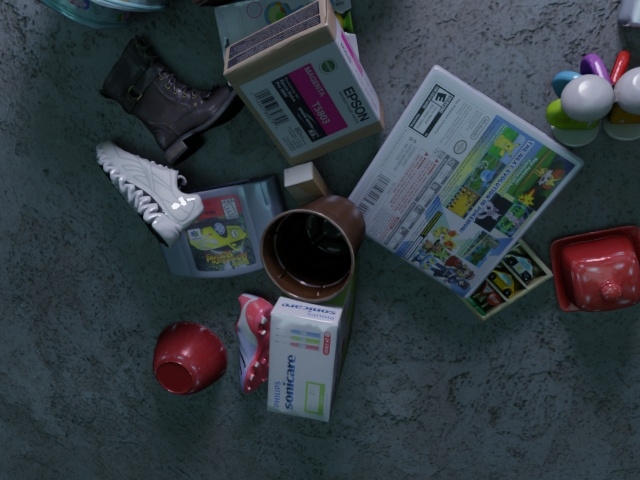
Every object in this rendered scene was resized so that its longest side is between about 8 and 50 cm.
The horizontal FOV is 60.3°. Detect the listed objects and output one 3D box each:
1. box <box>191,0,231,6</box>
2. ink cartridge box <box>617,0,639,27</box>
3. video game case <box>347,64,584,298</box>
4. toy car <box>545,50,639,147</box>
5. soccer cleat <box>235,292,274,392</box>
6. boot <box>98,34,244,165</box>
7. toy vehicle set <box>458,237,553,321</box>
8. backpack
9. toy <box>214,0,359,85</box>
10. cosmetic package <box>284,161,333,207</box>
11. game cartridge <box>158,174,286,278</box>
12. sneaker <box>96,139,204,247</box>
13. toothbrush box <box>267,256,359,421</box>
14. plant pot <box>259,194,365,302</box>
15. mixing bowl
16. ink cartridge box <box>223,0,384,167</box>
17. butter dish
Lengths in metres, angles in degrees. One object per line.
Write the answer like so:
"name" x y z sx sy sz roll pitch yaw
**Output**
"box" -0.066 -0.544 0.870 0.381 0.143 0.191 -20 106 17
"ink cartridge box" 0.632 -0.489 0.763 0.308 0.091 0.385 8 114 9
"video game case" 0.237 -0.091 0.992 0.300 0.036 0.329 33 117 -1
"toy car" 0.456 -0.238 0.887 0.182 0.159 0.136 -5 76 15
"soccer cleat" -0.155 0.232 1.244 0.095 0.083 0.248 31 124 32
"boot" -0.281 -0.294 1.047 0.263 0.091 0.229 -37 94 18
"toy vehicle set" 0.294 0.015 1.069 0.267 0.035 0.166 45 114 -7
"backpack" -0.375 -0.465 0.921 0.253 0.225 0.191 23 116 5
"toy" -0.057 -0.363 0.982 0.237 0.056 0.137 -8 99 9
"cosmetic package" -0.021 -0.097 1.056 0.060 0.041 0.115 -14 149 18
"game cartridge" -0.208 -0.019 1.160 0.294 0.060 0.196 -9 113 16
"sneaker" -0.342 -0.112 1.101 0.118 0.110 0.292 -40 66 -13
"toothbrush box" -0.008 0.169 1.063 0.122 0.283 0.206 8 112 10
"plant pot" 0.000 0.000 0.982 0.167 0.165 0.167 7 112 17
"mixing bowl" -0.318 0.291 1.283 0.181 0.098 0.181 4 113 10
"ink cartridge box" -0.022 -0.258 0.946 0.193 0.088 0.235 -19 137 20
"butter dish" 0.514 0.071 0.998 0.160 0.118 0.160 -11 108 17
